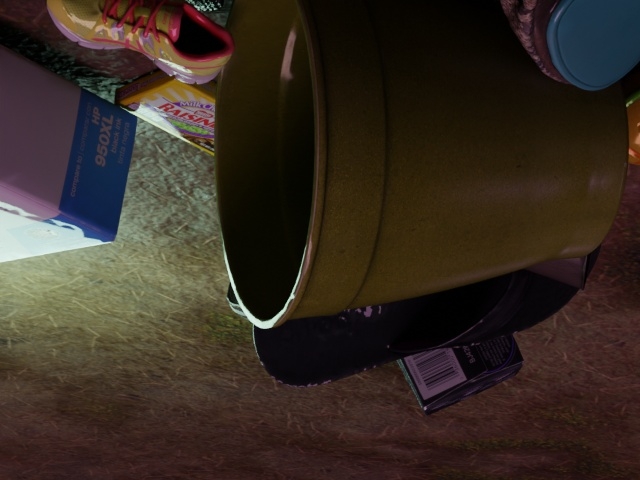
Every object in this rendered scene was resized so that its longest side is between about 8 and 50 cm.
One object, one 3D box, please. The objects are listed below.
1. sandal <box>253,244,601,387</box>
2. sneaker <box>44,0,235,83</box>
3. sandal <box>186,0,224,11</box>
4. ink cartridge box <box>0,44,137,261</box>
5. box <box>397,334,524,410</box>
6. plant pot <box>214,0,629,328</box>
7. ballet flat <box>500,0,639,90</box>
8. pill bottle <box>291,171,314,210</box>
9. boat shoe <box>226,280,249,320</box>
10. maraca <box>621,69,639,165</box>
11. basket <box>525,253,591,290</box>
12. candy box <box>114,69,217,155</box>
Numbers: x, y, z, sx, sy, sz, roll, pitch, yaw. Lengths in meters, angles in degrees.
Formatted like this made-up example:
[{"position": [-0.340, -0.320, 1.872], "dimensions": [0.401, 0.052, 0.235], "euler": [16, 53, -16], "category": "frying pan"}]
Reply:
[{"position": [0.138, 0.070, 2.258], "dimensions": [0.446, 0.167, 0.107], "euler": [-22, -169, -1], "category": "sandal"}, {"position": [-0.177, -0.227, 1.923], "dimensions": [0.208, 0.081, 0.094], "euler": [18, 168, -24], "category": "sneaker"}, {"position": [-0.130, -0.274, 1.900], "dimensions": [0.067, 0.040, 0.179], "euler": [9, 171, 5], "category": "sandal"}, {"position": [-0.448, -0.121, 2.113], "dimensions": [0.285, 0.166, 0.395], "euler": [-9, 154, 41], "category": "ink cartridge box"}, {"position": [0.164, 0.125, 2.460], "dimensions": [0.143, 0.165, 0.270], "euler": [-25, 172, 1], "category": "box"}, {"position": [0.107, -0.099, 1.923], "dimensions": [0.353, 0.366, 0.366], "euler": [-1, 159, -18], "category": "plant pot"}, {"position": [0.197, -0.270, 1.647], "dimensions": [0.164, 0.182, 0.483], "euler": [-45, 164, 4], "category": "ballet flat"}, {"position": [-0.011, -0.026, 2.196], "dimensions": [0.146, 0.146, 0.264], "euler": [13, -178, -18], "category": "pill bottle"}, {"position": [0.000, 0.000, 2.414], "dimensions": [0.355, 0.132, 0.130], "euler": [-27, 133, 36], "category": "boat shoe"}, {"position": [0.381, -0.145, 2.027], "dimensions": [0.186, 0.099, 0.127], "euler": [-28, 151, 8], "category": "maraca"}, {"position": [0.205, -0.064, 2.161], "dimensions": [0.227, 0.204, 0.154], "euler": [10, -174, 10], "category": "basket"}, {"position": [-0.129, -0.143, 2.204], "dimensions": [0.105, 0.027, 0.206], "euler": [-21, 146, 39], "category": "candy box"}]
